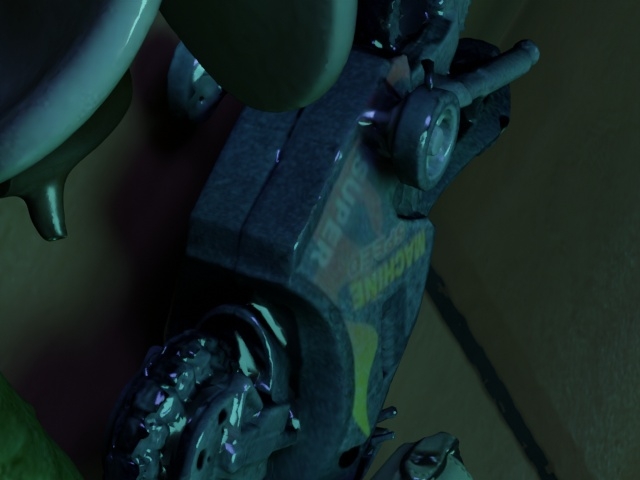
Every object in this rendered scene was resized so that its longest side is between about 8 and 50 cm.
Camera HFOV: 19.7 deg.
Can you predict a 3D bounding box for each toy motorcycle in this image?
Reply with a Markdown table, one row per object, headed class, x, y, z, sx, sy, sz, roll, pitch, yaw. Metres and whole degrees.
| class | x | y | z | sx | sy | sz | roll | pitch | yaw |
| --- | --- | --- | --- | --- | --- | --- | --- | --- | --- |
| toy motorcycle | 0.000 | 0.000 | 0.745 | 0.307 | 0.108 | 0.173 | -63 | 156 | -24 |

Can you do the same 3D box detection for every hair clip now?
| class | x | y | z | sx | sy | sz | roll | pitch | yaw |
| --- | --- | --- | --- | --- | --- | --- | --- | --- | --- |
| hair clip | -0.056 | -0.152 | 0.555 | 0.113 | 0.172 | 0.282 | 3 | 79 | -34 |

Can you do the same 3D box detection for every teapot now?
| class | x | y | z | sx | sy | sz | roll | pitch | yaw |
| --- | --- | --- | --- | --- | --- | --- | --- | --- | --- |
| teapot | -0.116 | -0.054 | 0.612 | 0.121 | 0.076 | 0.068 | 51 | 59 | -12 |

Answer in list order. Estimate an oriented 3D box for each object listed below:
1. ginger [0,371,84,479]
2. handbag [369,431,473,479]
| class | x | y | z | sx | sy | sz | roll | pitch | yaw |
| --- | --- | --- | --- | --- | --- | --- | --- | --- | --- |
| ginger | -0.141 | 0.103 | 0.607 | 0.137 | 0.089 | 0.290 | -27 | 129 | -15 |
| handbag | 0.003 | 0.212 | 0.732 | 0.315 | 0.109 | 0.241 | -43 | 140 | -46 |
